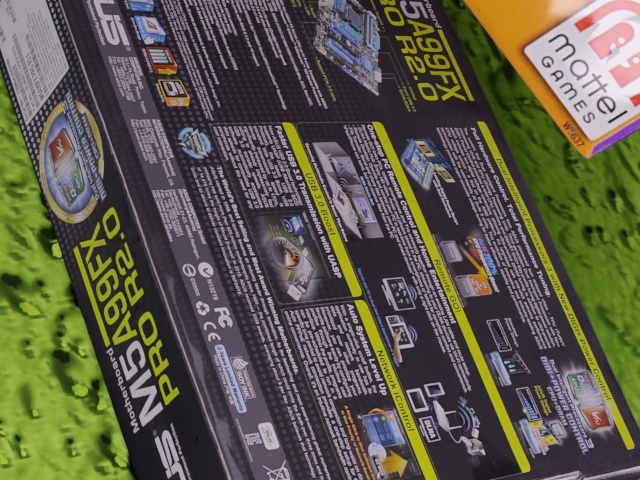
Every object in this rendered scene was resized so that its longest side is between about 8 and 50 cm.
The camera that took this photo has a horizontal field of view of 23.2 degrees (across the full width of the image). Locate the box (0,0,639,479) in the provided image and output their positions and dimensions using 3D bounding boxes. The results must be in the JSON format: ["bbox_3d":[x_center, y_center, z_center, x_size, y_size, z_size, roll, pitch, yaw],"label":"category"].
[{"bbox_3d":[0.000,0.000,0.655,0.216,0.060,0.270,-4,63,-40],"label":"box"}]

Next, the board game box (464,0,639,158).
[{"bbox_3d":[0.186,-0.328,0.728,0.356,0.356,0.356,51,29,-12],"label":"board game box"}]
